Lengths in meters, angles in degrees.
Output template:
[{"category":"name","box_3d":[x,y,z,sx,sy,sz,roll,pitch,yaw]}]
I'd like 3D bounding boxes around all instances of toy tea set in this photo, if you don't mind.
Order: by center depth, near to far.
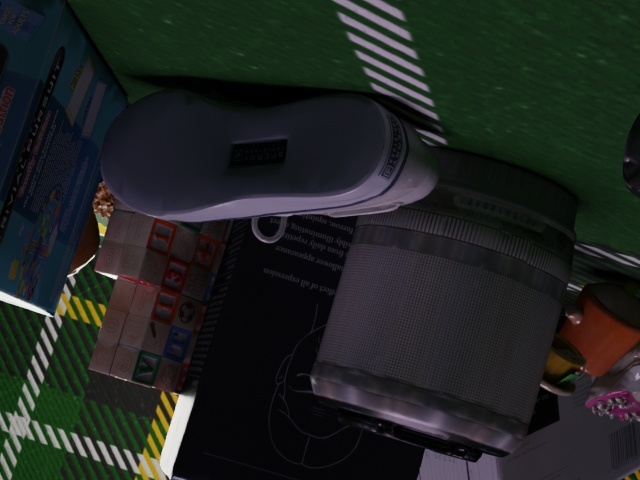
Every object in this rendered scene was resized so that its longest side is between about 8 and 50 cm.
[{"category":"toy tea set","box_3d":[0.275,0.076,1.622,0.200,0.124,0.336,40,-159,19]}]

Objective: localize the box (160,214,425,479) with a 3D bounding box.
[{"category":"box","box_3d":[-0.005,0.149,1.741,0.293,0.395,0.212,18,172,-9]}]

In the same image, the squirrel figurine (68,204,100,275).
[{"category":"squirrel figurine","box_3d":[-0.479,-0.055,1.725,0.370,0.281,0.397,18,168,22]}]

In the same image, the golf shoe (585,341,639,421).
[{"category":"golf shoe","box_3d":[0.451,0.131,1.738,0.115,0.140,0.306,21,148,-26]}]

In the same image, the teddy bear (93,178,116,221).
[{"category":"teddy bear","box_3d":[-0.265,-0.040,2.020,0.245,0.113,0.338,19,172,0]}]

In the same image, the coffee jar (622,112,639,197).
[{"category":"coffee jar","box_3d":[0.303,-0.037,0.951,0.184,0.079,0.096,24,166,-36]}]

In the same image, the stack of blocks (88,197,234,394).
[{"category":"stack of blocks","box_3d":[-0.209,0.046,1.814,0.087,0.297,0.171,11,171,39]}]

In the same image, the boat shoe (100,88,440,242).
[{"category":"boat shoe","box_3d":[-0.043,-0.073,1.313,0.367,0.136,0.156,-2,165,37]}]

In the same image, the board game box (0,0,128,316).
[{"category":"board game box","box_3d":[-0.287,-0.073,1.308,0.079,0.254,0.336,17,172,4]}]

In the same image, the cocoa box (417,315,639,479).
[{"category":"cocoa box","box_3d":[0.291,0.262,2.028,0.347,0.231,0.228,-16,-166,-40]}]

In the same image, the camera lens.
[{"category":"camera lens","box_3d":[0.124,0.068,1.345,0.219,0.274,0.219,17,173,2]}]
